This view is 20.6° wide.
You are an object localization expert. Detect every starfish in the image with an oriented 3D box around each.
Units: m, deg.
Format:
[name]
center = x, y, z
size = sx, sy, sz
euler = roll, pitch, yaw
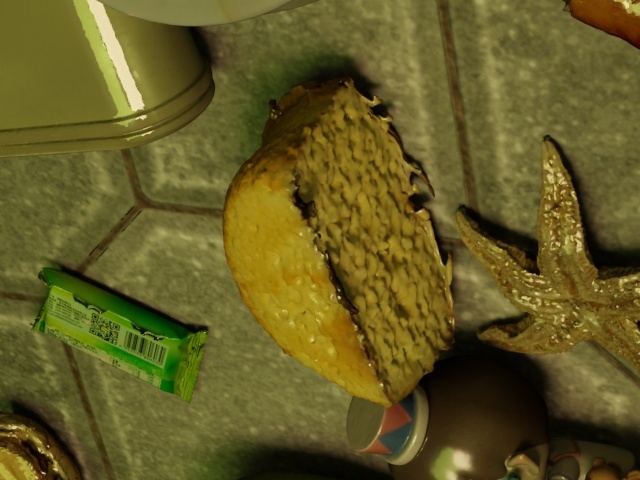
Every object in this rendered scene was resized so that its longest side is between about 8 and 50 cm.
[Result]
[starfish]
center = 0.210, 0.043, 1.445
size = 0.236, 0.062, 0.277
euler = -8, 128, 41

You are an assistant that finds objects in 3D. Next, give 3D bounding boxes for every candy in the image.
[candy]
center = -0.199, 0.091, 1.723
size = 0.178, 0.032, 0.102
euler = 24, 139, 8

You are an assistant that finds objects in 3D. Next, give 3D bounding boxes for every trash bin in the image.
[trash bin]
center = -0.232, -0.202, 1.427
size = 0.243, 0.121, 0.247
euler = -3, 122, 31

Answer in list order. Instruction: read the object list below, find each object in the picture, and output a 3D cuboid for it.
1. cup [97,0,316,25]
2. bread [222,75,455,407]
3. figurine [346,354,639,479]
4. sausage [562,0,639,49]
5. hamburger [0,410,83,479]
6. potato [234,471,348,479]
[cup]
center = -0.084, -0.282, 1.171
size = 0.347, 0.163, 0.347
euler = 4, 121, 7
[bread]
center = 0.003, 0.002, 1.443
size = 0.147, 0.160, 0.260
euler = 0, 130, 36
[figurine]
center = 0.148, 0.195, 1.523
size = 0.275, 0.158, 0.161
euler = 35, 180, -8
[sausage]
center = 0.295, -0.117, 1.230
size = 0.302, 0.076, 0.103
euler = 39, 144, -5
[hamburger]
center = -0.297, 0.257, 1.893
size = 0.102, 0.087, 0.176
euler = 0, 122, 16
[potato]
center = 0.006, 0.332, 1.698
size = 0.304, 0.216, 0.215
euler = 0, 128, 18
